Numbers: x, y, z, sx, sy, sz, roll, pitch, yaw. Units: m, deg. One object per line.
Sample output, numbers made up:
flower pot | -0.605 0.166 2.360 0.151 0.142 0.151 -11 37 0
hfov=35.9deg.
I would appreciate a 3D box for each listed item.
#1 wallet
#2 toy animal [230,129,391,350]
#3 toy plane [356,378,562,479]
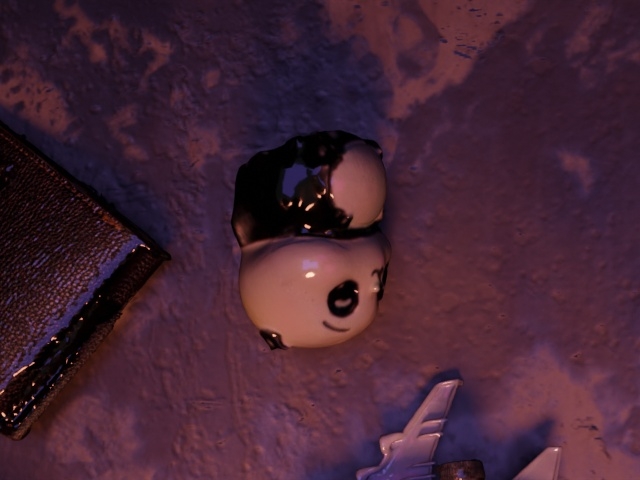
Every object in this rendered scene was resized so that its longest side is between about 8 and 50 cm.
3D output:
wallet | -0.301 0.021 0.914 0.262 0.071 0.221 36 86 19
toy animal | 0.000 0.000 0.844 0.138 0.166 0.179 -8 89 34
toy plane | 0.079 0.236 0.806 0.256 0.101 0.251 -7 66 5
